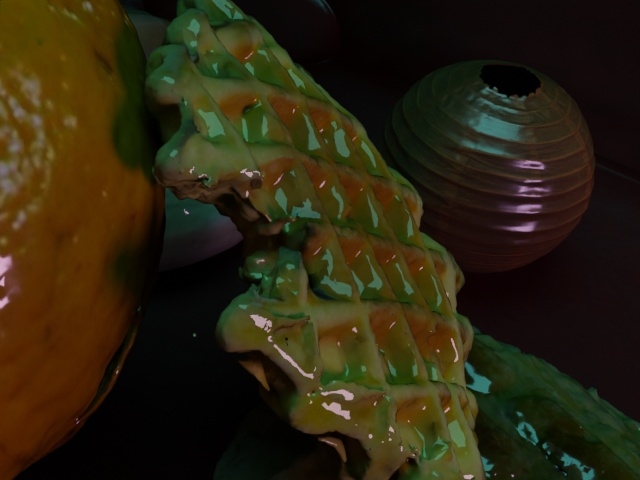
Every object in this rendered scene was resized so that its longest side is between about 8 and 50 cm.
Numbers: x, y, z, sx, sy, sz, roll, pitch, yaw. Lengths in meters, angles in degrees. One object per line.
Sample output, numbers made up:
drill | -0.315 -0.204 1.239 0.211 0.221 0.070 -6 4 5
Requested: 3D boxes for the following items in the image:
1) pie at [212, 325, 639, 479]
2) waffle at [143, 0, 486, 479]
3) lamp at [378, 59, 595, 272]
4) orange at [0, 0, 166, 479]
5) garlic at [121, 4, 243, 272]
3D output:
pie | 0.084 0.152 0.911 0.306 0.071 0.306 8 41 -7
waffle | 0.002 -0.001 0.856 0.261 0.056 0.250 46 25 -28
lamp | 0.101 -0.047 1.104 0.136 0.136 0.136 7 40 -6
orange | -0.240 -0.027 0.821 0.341 0.293 0.340 -15 46 16
garlic | -0.132 -0.070 1.089 0.217 0.110 0.228 33 43 18
